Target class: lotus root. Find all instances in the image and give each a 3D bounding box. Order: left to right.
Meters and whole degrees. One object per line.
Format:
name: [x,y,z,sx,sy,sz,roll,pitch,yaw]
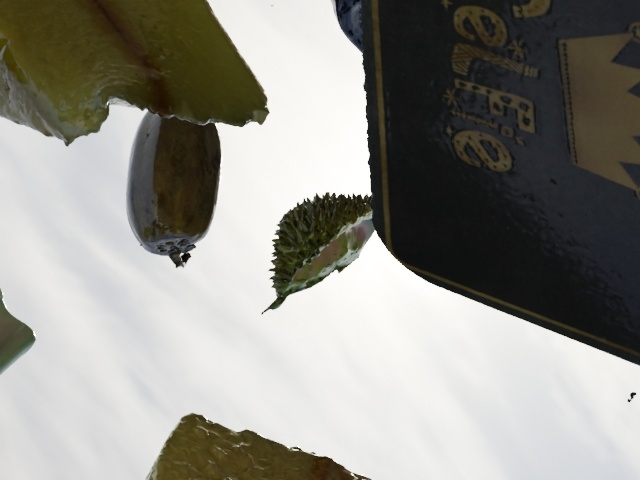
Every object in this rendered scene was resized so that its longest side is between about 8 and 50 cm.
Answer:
lotus root: [-0.198,-0.090,1.802,0.123,0.124,0.241,17,-121,-32]

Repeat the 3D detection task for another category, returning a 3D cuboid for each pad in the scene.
pad: [0.085,-0.057,0.643,0.315,0.375,0.063,22,-125,22]

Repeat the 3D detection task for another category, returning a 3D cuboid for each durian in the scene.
durian: [-0.006,-0.008,1.631,0.095,0.137,0.221,33,-144,11]

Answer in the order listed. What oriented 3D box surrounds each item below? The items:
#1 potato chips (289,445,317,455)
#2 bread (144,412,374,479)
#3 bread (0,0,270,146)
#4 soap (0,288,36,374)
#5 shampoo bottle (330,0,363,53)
potato chips: [-0.010,0.369,1.818,0.092,0.028,0.207,11,-133,-28]
bread: [-0.037,0.285,0.953,0.264,0.198,0.236,22,-162,-6]
bread: [-0.221,-0.150,1.205,0.233,0.245,0.361,-13,-127,-30]
soap: [-0.459,0.172,1.445,0.095,0.173,0.289,55,-134,-13]
shampoo bottle: [0.023,-0.295,1.119,0.134,0.078,0.359,40,-153,-49]
